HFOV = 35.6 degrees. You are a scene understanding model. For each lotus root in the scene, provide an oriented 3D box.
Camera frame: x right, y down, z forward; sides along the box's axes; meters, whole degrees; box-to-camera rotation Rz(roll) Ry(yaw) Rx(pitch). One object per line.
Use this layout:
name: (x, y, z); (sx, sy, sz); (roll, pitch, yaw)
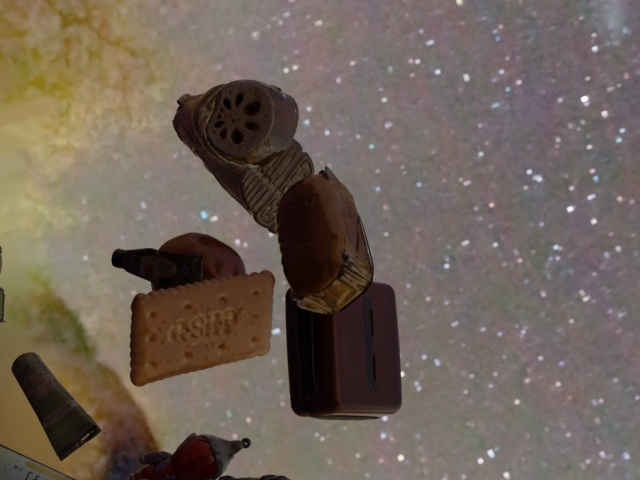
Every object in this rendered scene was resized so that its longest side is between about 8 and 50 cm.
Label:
lotus root: (-0.093, -0.160, 1.348); (0.112, 0.122, 0.081); (23, 1, 13)

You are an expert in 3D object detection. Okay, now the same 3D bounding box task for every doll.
doll: (-0.231, 0.402, 1.790); (0.075, 0.227, 0.102); (77, -11, -74)

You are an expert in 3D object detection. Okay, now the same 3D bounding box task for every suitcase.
suitcase: (0.048, 0.226, 2.087); (0.161, 0.236, 0.297); (-17, -110, 48)

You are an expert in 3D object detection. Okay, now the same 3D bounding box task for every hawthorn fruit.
hawthorn fruit: (-0.231, 0.072, 1.862); (0.189, 0.189, 0.189); (52, -25, 37)

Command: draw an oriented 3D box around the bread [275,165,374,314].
bread: (0.000, 0.000, 1.694); (0.136, 0.107, 0.241); (-38, -135, 27)

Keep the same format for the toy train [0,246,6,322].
toy train: (-0.695, 0.085, 1.882); (0.261, 0.134, 0.178); (5, 88, -82)

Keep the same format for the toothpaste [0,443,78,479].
toothpaste: (-0.418, 0.373, 1.441); (0.089, 0.312, 0.071); (-51, -163, 32)

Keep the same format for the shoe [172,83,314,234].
shoe: (-0.153, -0.178, 2.036); (0.198, 0.172, 0.351); (24, -29, 57)

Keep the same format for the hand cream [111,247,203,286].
hand cream: (-0.282, 0.043, 1.722); (0.039, 0.163, 0.062); (-25, 123, -71)

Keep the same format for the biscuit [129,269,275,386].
biscuit: (-0.182, 0.137, 1.566); (0.030, 0.249, 0.160); (33, -56, 49)

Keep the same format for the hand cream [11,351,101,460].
hand cream: (-0.486, 0.285, 1.791); (0.235, 0.086, 0.055); (45, -14, 31)

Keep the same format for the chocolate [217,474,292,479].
chocolate: (-0.100, 0.502, 1.701); (0.283, 0.283, 0.186); (115, -14, -64)
